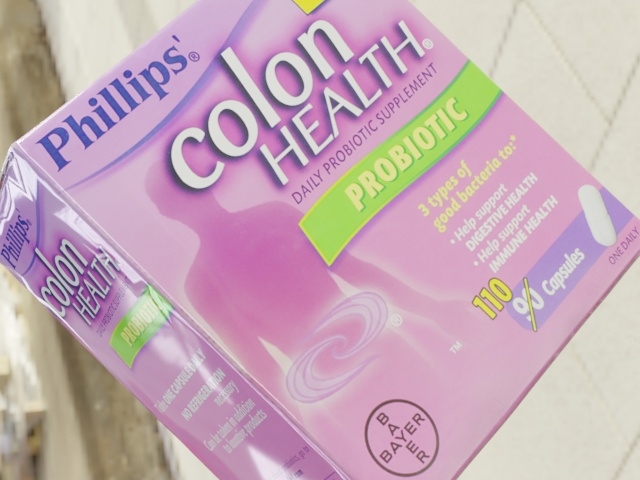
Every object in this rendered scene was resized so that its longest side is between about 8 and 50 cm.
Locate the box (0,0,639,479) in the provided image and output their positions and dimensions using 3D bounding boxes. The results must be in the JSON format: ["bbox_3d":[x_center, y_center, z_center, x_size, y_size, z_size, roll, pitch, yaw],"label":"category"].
[{"bbox_3d":[0.000,0.000,0.692,0.243,0.213,0.117,44,150,4],"label":"box"}]
